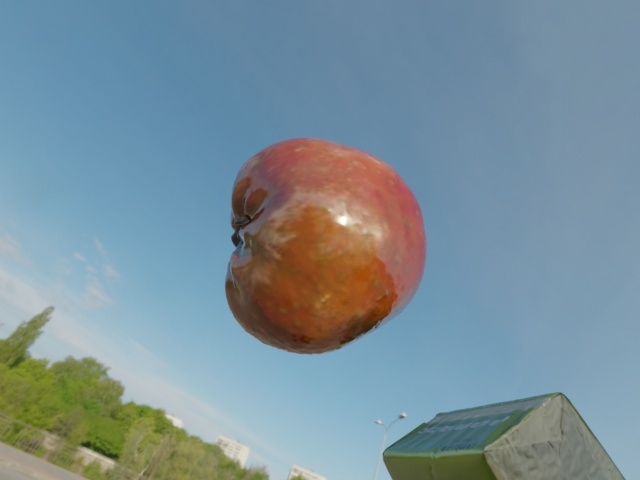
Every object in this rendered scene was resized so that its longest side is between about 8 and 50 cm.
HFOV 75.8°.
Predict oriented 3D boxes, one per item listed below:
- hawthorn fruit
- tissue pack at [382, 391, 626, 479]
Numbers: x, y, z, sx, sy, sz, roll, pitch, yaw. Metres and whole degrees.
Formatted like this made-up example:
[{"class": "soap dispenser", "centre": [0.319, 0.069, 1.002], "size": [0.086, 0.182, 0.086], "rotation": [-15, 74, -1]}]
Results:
[{"class": "hawthorn fruit", "centre": [0.000, 0.000, 0.543], "size": [0.283, 0.285, 0.285], "rotation": [16, -35, 12]}, {"class": "tissue pack", "centre": [0.239, 0.343, 0.555], "size": [0.201, 0.167, 0.275], "rotation": [61, -29, 17]}]
